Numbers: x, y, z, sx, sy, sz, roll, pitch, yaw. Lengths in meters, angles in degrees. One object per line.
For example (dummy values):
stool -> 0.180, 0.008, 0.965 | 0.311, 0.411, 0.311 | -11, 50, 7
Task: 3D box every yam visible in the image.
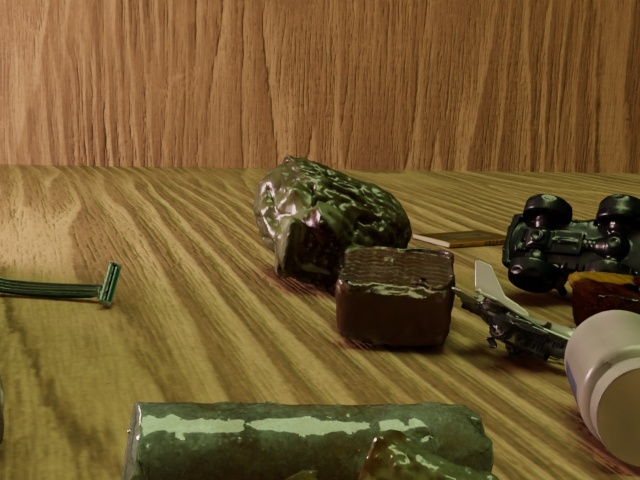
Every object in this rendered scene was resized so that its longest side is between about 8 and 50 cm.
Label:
yam -> -0.012, 0.159, 0.730 | 0.259, 0.093, 0.093 | 2, 9, -8

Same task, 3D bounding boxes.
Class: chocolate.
chocolate -> 0.094, 0.069, 1.290 | 0.148, 0.093, 0.214 | 5, 11, 7

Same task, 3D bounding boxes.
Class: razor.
razor -> -0.365, 0.063, 1.385 | 0.191, 0.037, 0.068 | 0, 50, 9

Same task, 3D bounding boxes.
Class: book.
book -> 0.285, -0.004, 2.021 | 0.172, 0.012, 0.118 | -4, 11, -31

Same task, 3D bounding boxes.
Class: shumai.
shumai -> 0.001, -0.001, 1.565 | 0.256, 0.189, 0.218 | 19, 30, 7

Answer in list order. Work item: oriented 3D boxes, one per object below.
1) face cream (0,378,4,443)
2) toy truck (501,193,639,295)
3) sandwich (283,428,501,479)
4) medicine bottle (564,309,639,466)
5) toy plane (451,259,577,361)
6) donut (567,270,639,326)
face cream -> -0.393, 0.138, 0.806 | 0.269, 0.073, 0.107 | -2, 5, -25
toy truck -> 0.390, 0.029, 1.512 | 0.224, 0.147, 0.165 | 5, -25, 29
sandwich -> 0.066, 0.178, 0.538 | 0.122, 0.128, 0.236 | 18, 17, 32
medicine bottle -> 0.282, 0.131, 0.931 | 0.103, 0.103, 0.186 | 4, 10, 7
toy plane -> 0.239, 0.108, 1.159 | 0.234, 0.082, 0.160 | 37, -3, 37
donut -> 0.408, 0.088, 1.315 | 0.184, 0.073, 0.166 | 3, 9, -1
